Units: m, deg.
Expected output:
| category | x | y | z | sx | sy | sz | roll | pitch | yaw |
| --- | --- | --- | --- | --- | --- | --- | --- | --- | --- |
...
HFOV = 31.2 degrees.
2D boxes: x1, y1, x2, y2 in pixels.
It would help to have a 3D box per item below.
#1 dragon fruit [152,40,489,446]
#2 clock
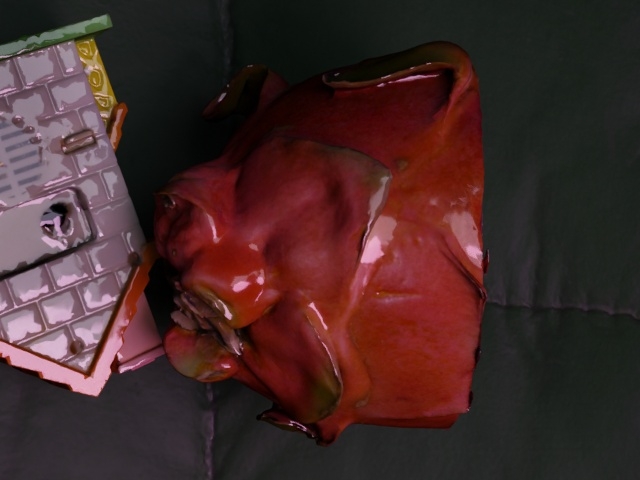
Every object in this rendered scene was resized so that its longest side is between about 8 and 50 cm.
| category | x | y | z | sx | sy | sz | roll | pitch | yaw |
| --- | --- | --- | --- | --- | --- | --- | --- | --- | --- |
| dragon fruit | 0.000 | 0.000 | 0.849 | 0.225 | 0.305 | 0.305 | 1 | 84 | 2 |
| clock | -0.226 | -0.006 | 0.828 | 0.219 | 0.106 | 0.255 | -22 | 100 | -26 |
